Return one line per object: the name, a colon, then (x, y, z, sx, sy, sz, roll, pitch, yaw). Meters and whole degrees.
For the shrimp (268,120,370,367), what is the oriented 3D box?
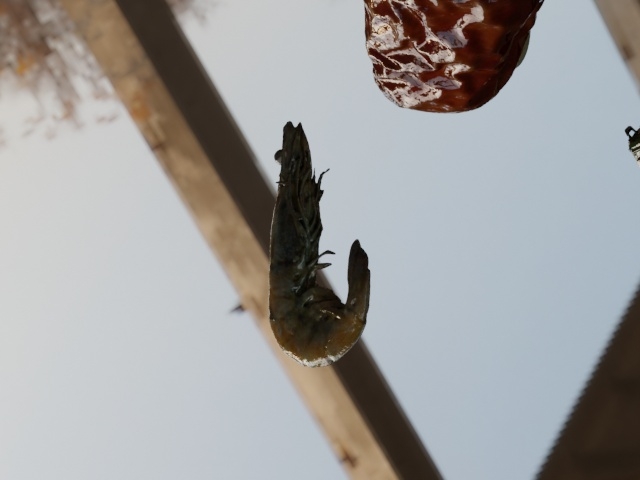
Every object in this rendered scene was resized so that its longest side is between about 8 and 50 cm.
shrimp: (0.000, 0.000, 1.944, 0.169, 0.296, 0.058, -7, 171, 44)

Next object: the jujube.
jujube: (0.125, -0.246, 1.519, 0.216, 0.216, 0.342, -38, 159, -24)

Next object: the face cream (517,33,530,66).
face cream: (0.153, -0.341, 2.090, 0.081, 0.173, 0.348, -18, -153, -16)

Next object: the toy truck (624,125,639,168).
toy truck: (0.450, -0.136, 1.852, 0.121, 0.088, 0.259, -38, -175, -34)
